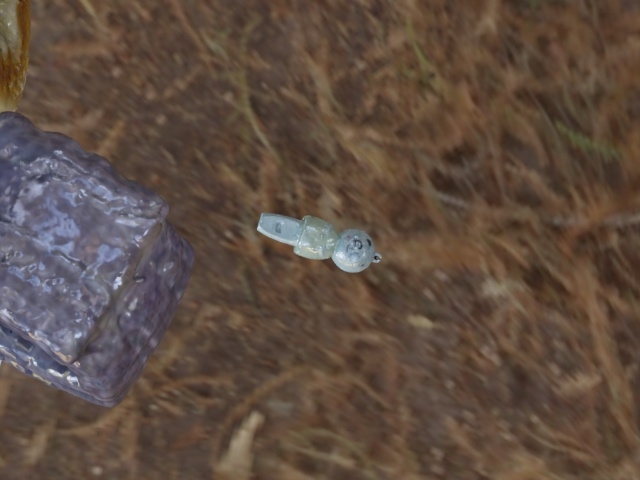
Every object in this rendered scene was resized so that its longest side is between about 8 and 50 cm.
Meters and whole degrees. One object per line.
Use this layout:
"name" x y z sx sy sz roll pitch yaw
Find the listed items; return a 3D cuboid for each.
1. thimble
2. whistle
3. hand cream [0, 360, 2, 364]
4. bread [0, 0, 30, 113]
"thimble" -0.143 0.009 0.965 0.150 0.150 0.097 27 73 15
"whistle" 0.000 0.000 1.469 0.100 0.035 0.035 18 84 -7
"hand cream" -0.344 0.051 1.638 0.194 0.042 0.067 23 89 23
"bread" -0.413 -0.265 2.079 0.159 0.305 0.305 0 80 11
